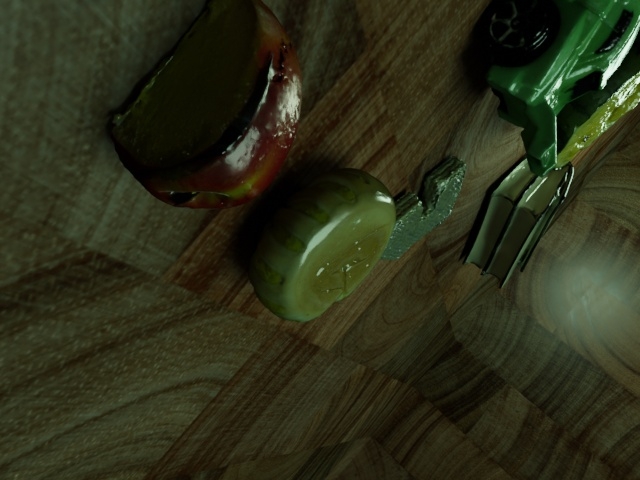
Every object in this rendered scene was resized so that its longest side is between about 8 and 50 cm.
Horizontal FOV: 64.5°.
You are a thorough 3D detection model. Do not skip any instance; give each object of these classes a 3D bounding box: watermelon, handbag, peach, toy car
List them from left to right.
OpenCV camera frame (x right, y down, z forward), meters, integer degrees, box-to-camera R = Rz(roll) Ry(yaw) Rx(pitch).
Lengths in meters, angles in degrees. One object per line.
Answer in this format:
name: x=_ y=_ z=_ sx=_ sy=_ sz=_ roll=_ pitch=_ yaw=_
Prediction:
peach: x=-0.073 y=-0.101 z=0.388 sx=0.092 sy=0.127 sz=0.172 roll=42 pitch=63 yaw=-58
handbag: x=0.558 y=-0.055 z=1.428 sx=0.237 sy=0.160 sz=0.359 roll=-46 pitch=156 yaw=-27
toy car: x=0.360 y=-0.294 z=0.737 sx=0.359 sy=0.176 sz=0.213 roll=-55 pitch=156 yaw=9
watermelon: x=0.509 y=-0.304 z=0.966 sx=0.330 sy=0.189 sz=0.331 roll=-29 pitch=158 yaw=-13

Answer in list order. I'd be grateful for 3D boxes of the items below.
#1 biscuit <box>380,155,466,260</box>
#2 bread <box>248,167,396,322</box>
biscuit: x=0.171 y=-0.044 z=0.925 sx=0.250 sy=0.046 sz=0.147 roll=-36 pitch=152 yaw=-28
bread: x=0.000 y=0.000 z=0.633 sx=0.213 sy=0.104 sz=0.213 roll=-34 pitch=150 yaw=-23
